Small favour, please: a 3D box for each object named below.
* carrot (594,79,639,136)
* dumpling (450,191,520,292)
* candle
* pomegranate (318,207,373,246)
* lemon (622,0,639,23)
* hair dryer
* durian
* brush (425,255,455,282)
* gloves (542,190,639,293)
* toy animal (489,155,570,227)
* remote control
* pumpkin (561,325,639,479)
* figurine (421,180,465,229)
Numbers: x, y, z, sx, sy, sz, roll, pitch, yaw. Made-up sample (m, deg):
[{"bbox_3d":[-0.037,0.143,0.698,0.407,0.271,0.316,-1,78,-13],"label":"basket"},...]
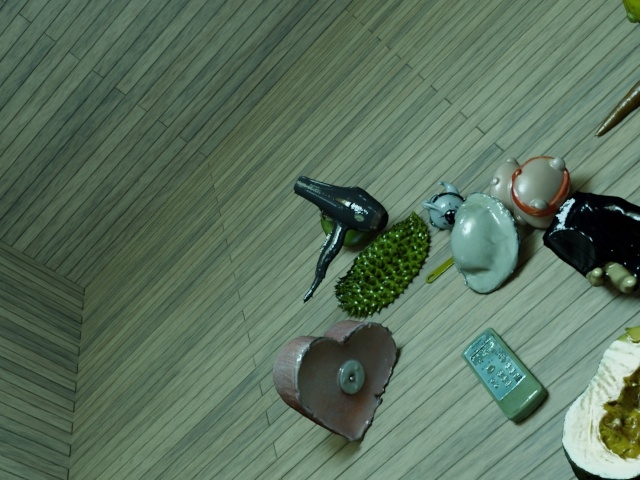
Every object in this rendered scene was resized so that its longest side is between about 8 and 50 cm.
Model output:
[{"bbox_3d":[0.737,-0.328,1.675,0.216,0.048,0.048,-46,31,19],"label":"carrot"},{"bbox_3d":[0.405,0.002,1.687,0.173,0.142,0.247,-8,86,52],"label":"dumpling"},{"bbox_3d":[0.044,0.346,1.730,0.317,0.287,0.131,-19,9,-34],"label":"candle"},{"bbox_3d":[0.072,-0.061,2.131,0.211,0.179,0.179,-19,9,-37],"label":"pomegranate"},{"bbox_3d":[0.851,-0.630,1.633,0.320,0.245,0.245,-40,33,20],"label":"lemon"},{"bbox_3d":[0.000,0.000,1.958,0.304,0.120,0.359,23,85,25],"label":"hair dryer"},{"bbox_3d":[0.178,0.077,1.968,0.352,0.158,0.169,-48,-4,7],"label":"durian"},{"bbox_3d":[0.352,0.044,1.831,0.205,0.011,0.083,-43,33,17],"label":"brush"},{"bbox_3d":[0.600,0.011,1.400,0.197,0.152,0.301,-65,32,22],"label":"gloves"},{"bbox_3d":[0.502,-0.122,1.670,0.171,0.171,0.198,-58,23,-10],"label":"toy animal"},{"bbox_3d":[0.389,0.284,1.507,0.098,0.038,0.233,-46,30,9],"label":"remote control"},{"bbox_3d":[0.539,0.296,1.205,0.317,0.139,0.222,-58,34,-4],"label":"pumpkin"},{"bbox_3d":[0.338,-0.085,1.877,0.192,0.147,0.126,-101,34,-74],"label":"figurine"}]
